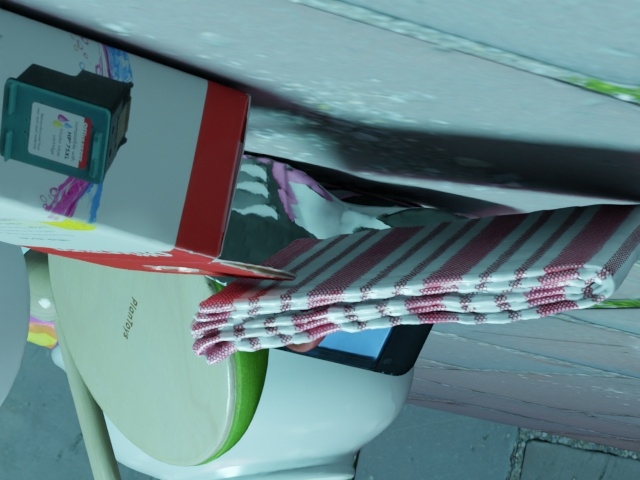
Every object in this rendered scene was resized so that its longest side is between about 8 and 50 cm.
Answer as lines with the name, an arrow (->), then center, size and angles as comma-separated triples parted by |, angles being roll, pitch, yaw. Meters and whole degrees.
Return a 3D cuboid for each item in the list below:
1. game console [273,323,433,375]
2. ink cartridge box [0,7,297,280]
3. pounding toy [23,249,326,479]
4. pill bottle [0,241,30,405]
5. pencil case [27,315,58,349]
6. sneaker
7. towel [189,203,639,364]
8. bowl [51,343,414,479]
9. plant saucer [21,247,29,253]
game console -> 0.034, 0.037, 1.166 | 0.144, 0.124, 0.085 | 15, -162, -30
ink cartridge box -> -0.128, -0.042, 0.790 | 0.231, 0.078, 0.134 | 17, 171, -39
pounding toy -> -0.079, 0.039, 1.121 | 0.110, 0.183, 0.237 | -21, 173, -35
pill bottle -> -0.339, 0.030, 1.067 | 0.229, 0.229, 0.408 | 16, 171, -36
pencil case -> -0.285, 0.023, 1.465 | 0.236, 0.104, 0.104 | 13, 173, -18
sneaker -> 0.000, 0.000, 0.989 | 0.178, 0.072, 0.077 | 17, -177, -6
towel -> 0.053, 0.017, 0.847 | 0.197, 0.029, 0.144 | -7, -169, 21
bowl -> -0.053, 0.129, 1.444 | 0.298, 0.134, 0.298 | -8, 170, -1
plant saucer -> -0.228, -0.022, 1.263 | 0.195, 0.037, 0.195 | 10, 174, 1
